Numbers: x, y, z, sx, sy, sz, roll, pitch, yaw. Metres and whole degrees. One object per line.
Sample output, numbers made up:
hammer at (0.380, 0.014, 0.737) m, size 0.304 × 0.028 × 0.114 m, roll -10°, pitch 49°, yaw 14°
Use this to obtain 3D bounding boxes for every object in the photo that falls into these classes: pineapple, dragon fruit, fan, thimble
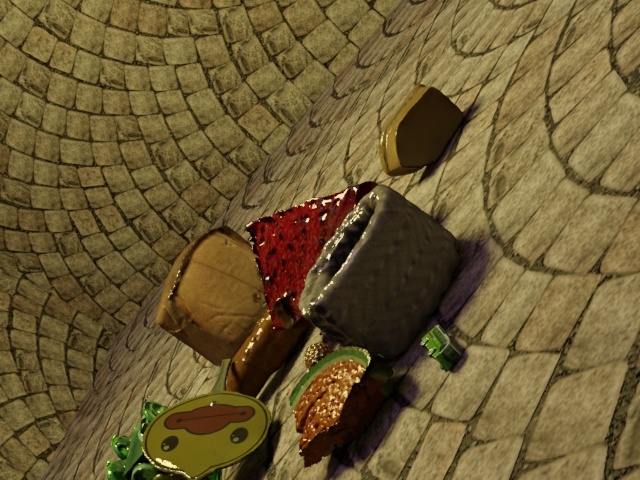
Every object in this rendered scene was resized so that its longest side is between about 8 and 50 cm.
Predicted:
pineapple at (0.009, 0.214, 1.651) m, size 0.058 × 0.058 × 0.124 m, roll -51°, pitch 27°, yaw 11°
dragon fruit at (0.000, 0.000, 1.792) m, size 0.330 × 0.240 × 0.302 m, roll 131°, pitch 155°, yaw -51°
fan at (-0.193, 0.307, 1.771) m, size 0.229 × 0.011 × 0.335 m, roll -8°, pitch 28°, yaw 9°
thimble at (0.088, 0.053, 1.524) m, size 0.245 × 0.157 × 0.217 m, roll -60°, pitch 11°, yaw -27°

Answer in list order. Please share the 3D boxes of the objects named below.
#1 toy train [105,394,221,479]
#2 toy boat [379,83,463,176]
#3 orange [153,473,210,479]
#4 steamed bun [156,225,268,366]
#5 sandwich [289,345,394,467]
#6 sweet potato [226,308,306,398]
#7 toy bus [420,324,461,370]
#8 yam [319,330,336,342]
toy train at (-0.286, 0.406, 1.869) m, size 0.132 × 0.188 × 0.243 m, roll -51°, pitch 13°, yaw 10°
toy boat at (0.187, -0.202, 1.932) m, size 0.188 × 0.116 × 0.061 m, roll -55°, pitch 19°, yaw -12°
orange at (-0.305, 0.501, 1.637) m, size 0.334 × 0.196 × 0.262 m, roll -35°, pitch 15°, yaw 3°
steamed bun at (-0.245, 0.139, 2.361) m, size 0.301 × 0.251 × 0.199 m, roll -60°, pitch 3°, yaw -40°
sandwich at (0.037, 0.231, 1.441) m, size 0.235 × 0.079 × 0.159 m, roll -49°, pitch 23°, yaw 39°
sweet potato at (-0.091, 0.191, 1.944) m, size 0.095 × 0.106 × 0.354 m, roll 24°, pitch 76°, yaw 43°
toy bus at (0.158, 0.141, 1.321) m, size 0.037 × 0.031 × 0.083 m, roll -44°, pitch 13°, yaw 3°
yam at (0.087, 0.066, 1.738) m, size 0.264 × 0.046 × 0.046 m, roll -55°, pitch 13°, yaw -3°
